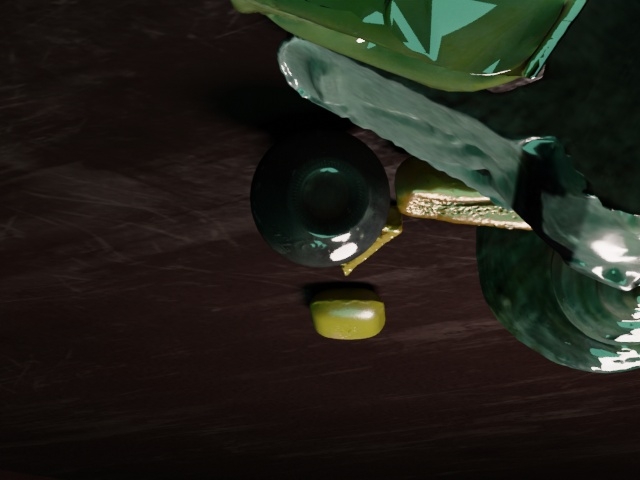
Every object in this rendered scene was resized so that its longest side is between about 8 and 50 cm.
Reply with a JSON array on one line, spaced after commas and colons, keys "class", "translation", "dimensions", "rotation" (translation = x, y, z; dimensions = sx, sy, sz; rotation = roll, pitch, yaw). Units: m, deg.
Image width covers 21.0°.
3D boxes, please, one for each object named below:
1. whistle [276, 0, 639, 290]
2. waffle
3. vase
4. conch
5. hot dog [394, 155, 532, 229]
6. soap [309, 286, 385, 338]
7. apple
[{"class": "whistle", "translation": [0.171, -0.074, 1.220], "dimensions": [0.405, 0.188, 0.168], "rotation": [-1, 164, 4]}, {"class": "waffle", "translation": [0.000, 0.000, 1.752], "dimensions": [0.125, 0.032, 0.191], "rotation": [4, 162, -19]}, {"class": "vase", "translation": [-0.005, -0.037, 1.514], "dimensions": [0.120, 0.120, 0.183], "rotation": [2, 180, -7]}, {"class": "conch", "translation": [0.274, 0.035, 1.672], "dimensions": [0.220, 0.195, 0.277], "rotation": [33, -178, -13]}, {"class": "hot dog", "translation": [0.206, -0.046, 1.543], "dimensions": [0.286, 0.061, 0.088], "rotation": [4, 151, -10]}, {"class": "soap", "translation": [0.032, 0.088, 2.041], "dimensions": [0.089, 0.045, 0.140], "rotation": [2, 164, 4]}, {"class": "apple", "translation": [0.052, -0.171, 0.923], "dimensions": [0.188, 0.174, 0.207], "rotation": [22, 163, -4]}]
